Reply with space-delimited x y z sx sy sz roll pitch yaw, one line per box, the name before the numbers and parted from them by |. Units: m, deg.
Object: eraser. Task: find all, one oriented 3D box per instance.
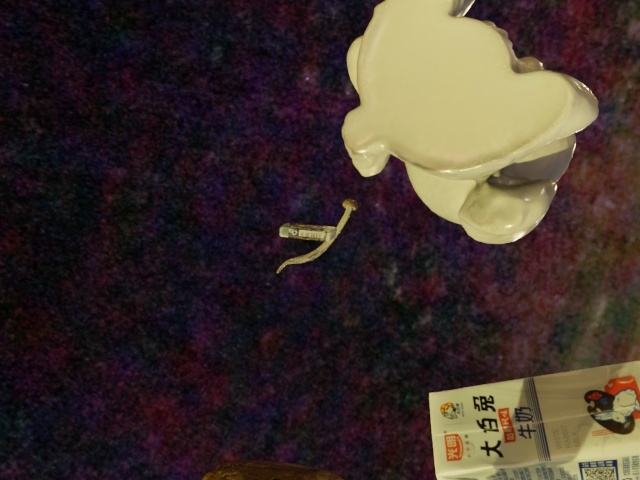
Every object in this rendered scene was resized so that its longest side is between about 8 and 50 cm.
eraser | -0.022 -0.015 1.184 0.027 0.099 0.019 98 -3 -45

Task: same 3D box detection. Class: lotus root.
lotus root | -0.073 0.544 1.354 0.179 0.398 0.195 14 75 -64

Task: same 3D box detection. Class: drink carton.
drink carton | 0.308 0.256 0.903 0.130 0.315 0.106 -86 158 -44

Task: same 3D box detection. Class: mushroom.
mushroom | -0.001 0.000 1.898 0.068 0.043 0.306 46 77 -12

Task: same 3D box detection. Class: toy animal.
toy animal | 0.150 -0.107 0.696 0.206 0.271 0.265 -41 155 10
